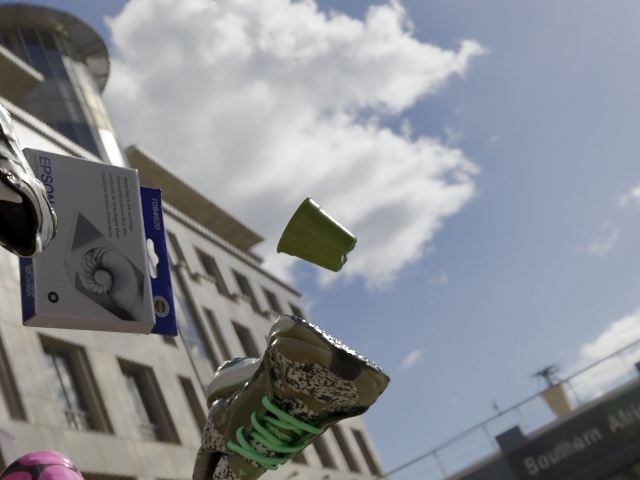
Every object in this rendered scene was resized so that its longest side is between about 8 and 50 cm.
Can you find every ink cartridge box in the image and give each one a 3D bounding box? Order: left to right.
[{"bbox_3d":[-0.271,0.006,1.184,0.224,0.223,0.045,10,-29,-44],"label":"ink cartridge box"}]

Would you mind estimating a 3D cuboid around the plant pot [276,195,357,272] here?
[{"bbox_3d":[0.000,0.000,1.168,0.083,0.079,0.083,-57,-8,-13],"label":"plant pot"}]

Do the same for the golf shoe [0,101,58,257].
[{"bbox_3d":[-0.301,-0.070,0.844,0.077,0.198,0.094,-33,22,-3],"label":"golf shoe"}]

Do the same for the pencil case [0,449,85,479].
[{"bbox_3d":[-0.211,0.268,0.780,0.098,0.209,0.095,-36,-55,-18],"label":"pencil case"}]

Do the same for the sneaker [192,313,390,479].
[{"bbox_3d":[-0.052,0.225,1.127,0.182,0.158,0.410,-65,10,-30],"label":"sneaker"}]
